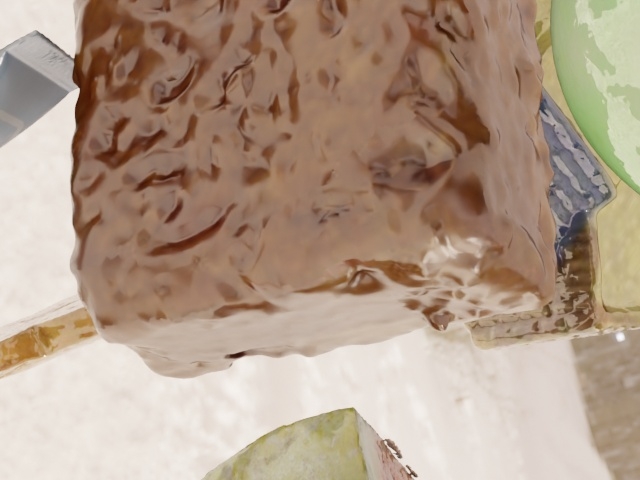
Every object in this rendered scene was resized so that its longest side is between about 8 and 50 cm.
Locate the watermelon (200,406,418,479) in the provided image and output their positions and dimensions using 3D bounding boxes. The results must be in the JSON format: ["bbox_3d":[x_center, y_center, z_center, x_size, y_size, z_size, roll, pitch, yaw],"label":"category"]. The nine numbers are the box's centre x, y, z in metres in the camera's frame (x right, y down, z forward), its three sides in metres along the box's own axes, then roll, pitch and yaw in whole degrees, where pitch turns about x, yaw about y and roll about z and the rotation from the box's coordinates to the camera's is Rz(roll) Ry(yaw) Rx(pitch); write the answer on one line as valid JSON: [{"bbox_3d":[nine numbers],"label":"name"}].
[{"bbox_3d":[0.003,0.243,0.923,0.231,0.310,0.193,28,23,-8],"label":"watermelon"}]

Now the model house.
[{"bbox_3d":[0.174,-0.052,1.184,0.321,0.261,0.266,49,56,-20],"label":"model house"}]

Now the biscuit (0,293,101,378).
[{"bbox_3d":[-0.286,0.099,1.536,0.275,0.354,0.052,-43,112,-74],"label":"biscuit"}]

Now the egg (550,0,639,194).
[{"bbox_3d":[0.231,-0.105,0.653,0.220,0.220,0.269,68,-12,-20],"label":"egg"}]

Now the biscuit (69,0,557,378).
[{"bbox_3d":[-0.016,-0.117,0.972,0.166,0.342,0.395,25,56,-53],"label":"biscuit"}]

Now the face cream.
[{"bbox_3d":[-0.352,-0.041,1.024,0.086,0.385,0.135,60,4,10],"label":"face cream"}]
